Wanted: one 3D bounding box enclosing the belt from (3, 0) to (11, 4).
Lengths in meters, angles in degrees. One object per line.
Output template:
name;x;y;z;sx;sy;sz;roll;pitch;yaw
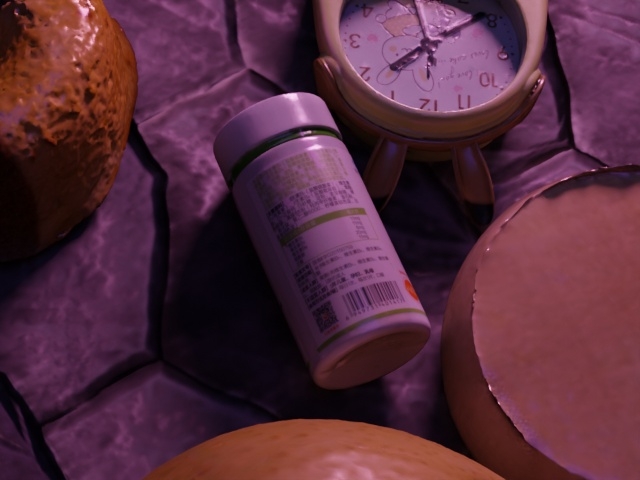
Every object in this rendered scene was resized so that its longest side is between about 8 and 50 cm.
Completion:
belt;-0.256;-0.249;1.251;0.053;0.071;0.232;-31;72;-27

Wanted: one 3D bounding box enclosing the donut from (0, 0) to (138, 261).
donut;-0.237;-0.068;1.129;0.295;0.112;0.151;-25;65;-16

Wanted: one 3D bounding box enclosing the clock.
clock;0.074;-0.123;1.216;0.170;0.069;0.232;5;63;-4

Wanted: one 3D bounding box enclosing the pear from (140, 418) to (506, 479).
pear;0.010;0.264;0.858;0.348;0.348;0.348;3;62;-5

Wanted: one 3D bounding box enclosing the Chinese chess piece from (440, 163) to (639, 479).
Chinese chess piece;0.201;0.072;1.108;0.249;0.103;0.250;2;63;-4

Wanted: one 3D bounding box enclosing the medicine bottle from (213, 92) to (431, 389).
medicine bottle;0.000;0.000;1.132;0.086;0.086;0.183;-17;65;-15
